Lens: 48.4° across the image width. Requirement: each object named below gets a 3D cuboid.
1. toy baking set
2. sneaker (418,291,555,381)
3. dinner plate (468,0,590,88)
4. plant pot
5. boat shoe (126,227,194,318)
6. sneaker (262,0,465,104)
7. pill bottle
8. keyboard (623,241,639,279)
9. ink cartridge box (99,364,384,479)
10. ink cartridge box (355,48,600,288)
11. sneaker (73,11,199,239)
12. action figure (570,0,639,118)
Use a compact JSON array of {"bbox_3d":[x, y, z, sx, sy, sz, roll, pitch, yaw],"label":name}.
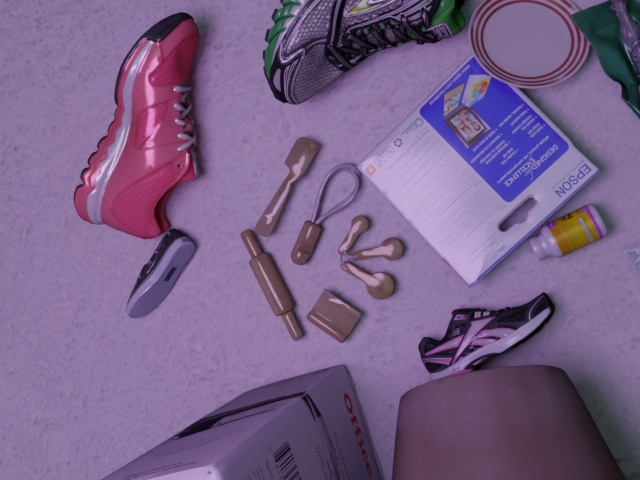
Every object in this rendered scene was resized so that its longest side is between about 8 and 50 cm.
[{"bbox_3d":[-0.005,0.005,0.936,0.197,0.030,0.256,-32,84,12],"label":"toy baking set"},{"bbox_3d":[0.195,0.108,0.862,0.178,0.072,0.077,-34,73,9],"label":"sneaker"},{"bbox_3d":[0.244,-0.238,0.840,0.141,0.017,0.141,0,72,1],"label":"dinner plate"},{"bbox_3d":[0.202,0.292,0.760,0.324,0.323,0.280,-14,65,16],"label":"plant pot"},{"bbox_3d":[-0.228,0.046,0.992,0.040,0.049,0.142,44,102,29],"label":"boat shoe"},{"bbox_3d":[0.077,-0.276,0.832,0.344,0.134,0.146,-38,70,14],"label":"sneaker"},{"bbox_3d":[0.291,-0.007,0.840,0.083,0.043,0.043,-28,85,15],"label":"pill bottle"},{"bbox_3d":[0.446,0.106,0.817,0.072,0.014,0.255,-30,84,15],"label":"keyboard"},{"bbox_3d":[-0.053,0.327,0.772,0.166,0.395,0.285,-18,87,18],"label":"ink cartridge box"},{"bbox_3d":[0.186,-0.085,0.866,0.206,0.045,0.208,-44,79,12],"label":"ink cartridge box"},{"bbox_3d":[-0.209,-0.144,0.958,0.136,0.116,0.313,27,106,3],"label":"sneaker"},{"bbox_3d":[0.392,-0.177,0.799,0.137,0.063,0.232,-22,90,11],"label":"action figure"}]
